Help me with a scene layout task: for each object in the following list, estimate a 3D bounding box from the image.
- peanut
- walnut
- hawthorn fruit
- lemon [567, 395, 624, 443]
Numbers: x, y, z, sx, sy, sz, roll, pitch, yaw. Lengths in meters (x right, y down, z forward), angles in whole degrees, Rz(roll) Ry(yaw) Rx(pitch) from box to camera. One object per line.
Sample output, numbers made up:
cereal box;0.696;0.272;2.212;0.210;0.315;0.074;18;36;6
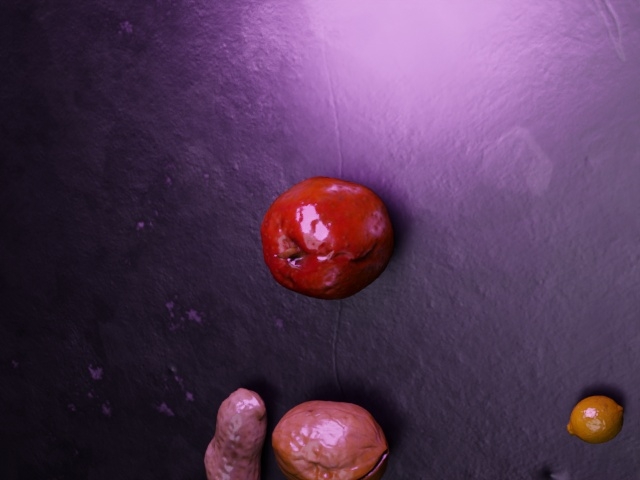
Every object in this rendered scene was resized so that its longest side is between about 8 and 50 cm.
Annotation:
peanut;-0.135;0.338;1.412;0.099;0.099;0.214;21;113;18
walnut;0.019;0.313;1.315;0.180;0.144;0.144;-2;103;21
hawthorn fruit;0.000;0.000;1.202;0.179;0.200;0.179;5;101;26
lemon;0.371;0.243;1.180;0.083;0.062;0.062;-29;91;28
